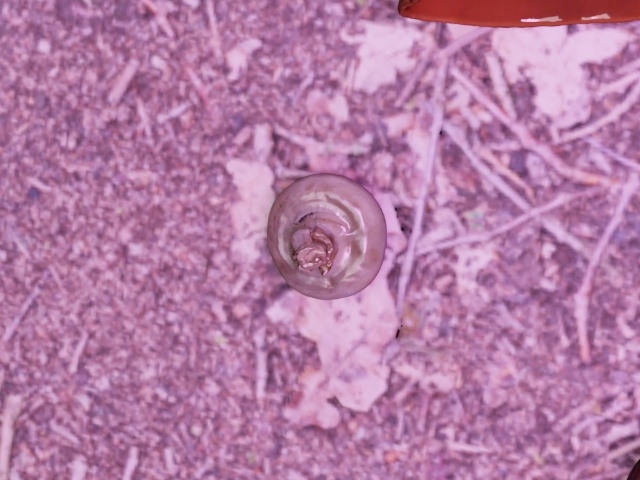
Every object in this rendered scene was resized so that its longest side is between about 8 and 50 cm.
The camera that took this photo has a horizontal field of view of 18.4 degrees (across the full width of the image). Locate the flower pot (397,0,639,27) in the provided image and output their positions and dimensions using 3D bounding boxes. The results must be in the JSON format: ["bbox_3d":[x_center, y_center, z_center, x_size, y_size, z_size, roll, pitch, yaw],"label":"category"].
[{"bbox_3d":[0.139,-0.221,1.167,0.190,0.190,0.173,0,88,19],"label":"flower pot"}]

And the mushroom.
[{"bbox_3d":[0.000,0.000,1.297,0.085,0.079,0.085,5,103,21],"label":"mushroom"}]

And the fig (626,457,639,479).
[{"bbox_3d":[0.307,0.156,1.208,0.245,0.149,0.149,-27,91,3],"label":"fig"}]
